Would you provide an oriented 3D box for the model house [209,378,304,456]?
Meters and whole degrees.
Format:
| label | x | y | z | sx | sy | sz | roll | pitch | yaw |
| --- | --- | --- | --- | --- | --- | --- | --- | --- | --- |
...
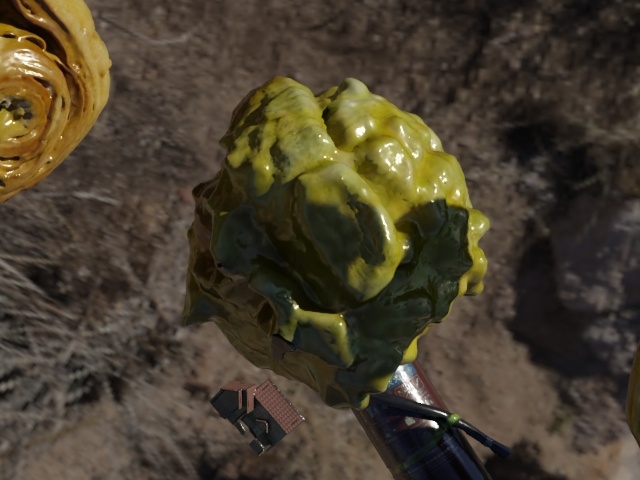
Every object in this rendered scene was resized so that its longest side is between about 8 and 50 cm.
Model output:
| label | x | y | z | sx | sy | sz | roll | pitch | yaw |
| --- | --- | --- | --- | --- | --- | --- | --- | --- | --- |
| model house | -0.066 | 0.180 | 1.647 | 0.083 | 0.058 | 0.057 | 50 | 30 | 7 |

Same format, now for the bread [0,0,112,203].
| label | x | y | z | sx | sy | sz | roll | pitch | yaw |
| --- | --- | --- | --- | --- | --- | --- | --- | --- | --- |
| bread | -0.277 | -0.147 | 1.178 | 0.198 | 0.120 | 0.236 | -47 | 123 | -11 |

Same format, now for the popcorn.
| label | x | y | z | sx | sy | sz | roll | pitch | yaw |
| --- | --- | --- | --- | --- | --- | --- | --- | --- | --- |
| popcorn | 0.000 | 0.009 | 1.137 | 0.249 | 0.249 | 0.225 | 50 | 54 | -34 |

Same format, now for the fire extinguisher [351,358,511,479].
| label | x | y | z | sx | sy | sz | roll | pitch | yaw |
| --- | --- | --- | --- | --- | --- | --- | --- | --- | --- |
| fire extinguisher | 0.097 | 0.178 | 1.738 | 0.141 | 0.105 | 0.341 | -31 | 88 | -5 |

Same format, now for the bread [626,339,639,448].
| label | x | y | z | sx | sy | sz | roll | pitch | yaw |
| --- | --- | --- | --- | --- | --- | --- | --- | --- | --- |
| bread | 0.494 | 0.166 | 1.474 | 0.250 | 0.394 | 0.361 | -26 | 94 | -57 |
